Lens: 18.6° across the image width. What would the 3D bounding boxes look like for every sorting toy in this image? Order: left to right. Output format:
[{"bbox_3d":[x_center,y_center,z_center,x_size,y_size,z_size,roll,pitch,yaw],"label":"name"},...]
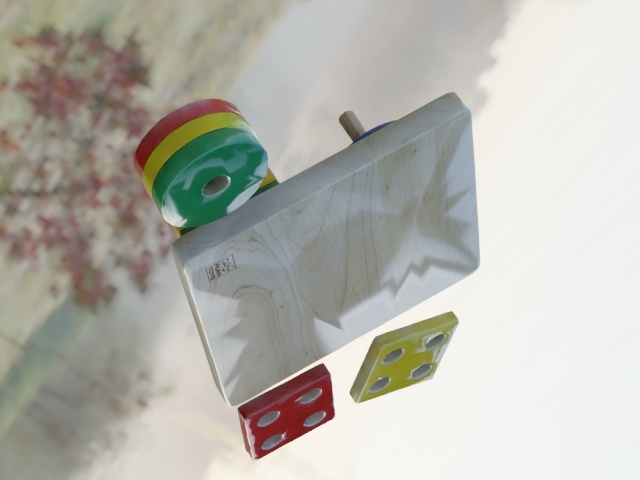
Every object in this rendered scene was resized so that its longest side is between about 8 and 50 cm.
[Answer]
[{"bbox_3d":[0.000,0.000,0.836,0.132,0.046,0.274,-29,151,-10],"label":"sorting toy"}]
